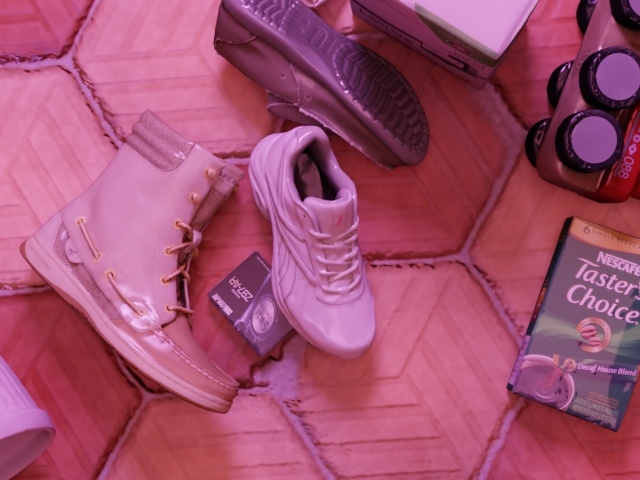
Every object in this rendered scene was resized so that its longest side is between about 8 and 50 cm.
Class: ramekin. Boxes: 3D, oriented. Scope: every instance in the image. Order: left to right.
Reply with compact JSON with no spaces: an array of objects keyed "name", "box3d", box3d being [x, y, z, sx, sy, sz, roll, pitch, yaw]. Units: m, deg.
[{"name":"ramekin","box3d":[-0.359,0.181,1.098,0.207,0.207,0.109,-32,78,0]}]

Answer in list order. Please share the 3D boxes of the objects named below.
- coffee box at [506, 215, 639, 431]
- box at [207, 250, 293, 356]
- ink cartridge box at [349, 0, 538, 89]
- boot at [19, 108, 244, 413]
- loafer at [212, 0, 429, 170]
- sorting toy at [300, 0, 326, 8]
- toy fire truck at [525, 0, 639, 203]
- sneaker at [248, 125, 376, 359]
[{"name":"coffee box","box3d":[0.262,0.078,1.156,0.113,0.040,0.184,21,88,3]},{"name":"box","box3d":[-0.060,0.062,1.180,0.067,0.018,0.083,-41,87,-1]},{"name":"ink cartridge box","box3d":[0.111,-0.224,1.090,0.160,0.219,0.092,32,92,4]},{"name":"boot","box3d":[-0.133,0.017,1.140,0.262,0.095,0.203,40,88,19]},{"name":"loafer","box3d":[-0.002,-0.154,1.165,0.251,0.094,0.087,41,132,-2]},{"name":"sorting toy","box3d":[0.000,-0.277,1.186,0.075,0.045,0.083,-34,86,-7]},{"name":"toy fire truck","box3d":[0.351,-0.120,1.121,0.246,0.158,0.217,22,88,-9]},{"name":"sneaker","box3d":[0.000,0.000,1.124,0.090,0.115,0.232,-20,87,-22]}]
